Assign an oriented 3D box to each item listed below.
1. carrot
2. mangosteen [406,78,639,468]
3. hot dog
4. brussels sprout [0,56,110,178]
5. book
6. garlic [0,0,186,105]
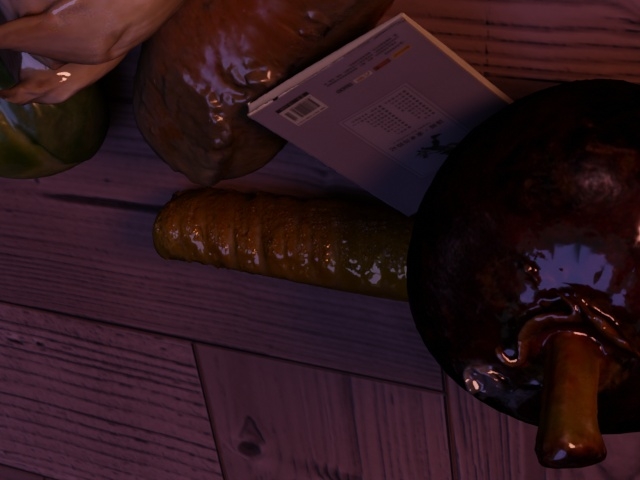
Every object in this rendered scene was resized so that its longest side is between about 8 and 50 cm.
[{"bbox_3d":[-0.026,-0.160,0.824,0.139,0.139,0.302,41,126,-2],"label":"carrot"},{"bbox_3d":[0.160,0.032,0.757,0.235,0.261,0.235,9,127,12],"label":"mangosteen"},{"bbox_3d":[-0.001,0.000,0.963,0.289,0.083,0.068,10,108,24],"label":"hot dog"},{"bbox_3d":[-0.252,-0.124,0.978,0.183,0.145,0.131,36,107,-5],"label":"brussels sprout"},{"bbox_3d":[0.056,-0.078,0.825,0.127,0.014,0.182,-29,143,29],"label":"book"},{"bbox_3d":[-0.171,-0.229,0.765,0.286,0.249,0.313,-40,75,31],"label":"garlic"}]
